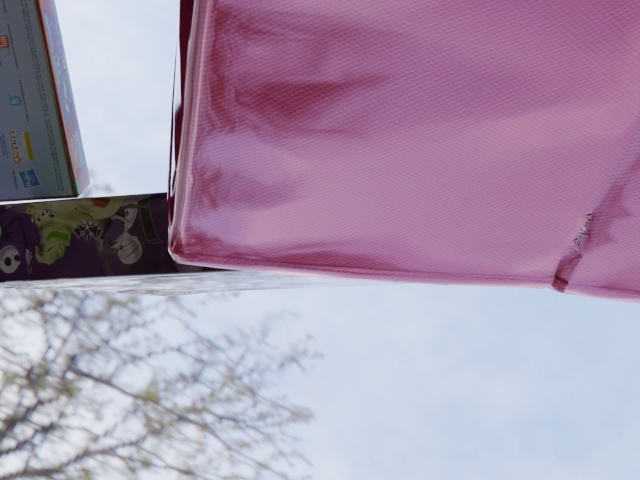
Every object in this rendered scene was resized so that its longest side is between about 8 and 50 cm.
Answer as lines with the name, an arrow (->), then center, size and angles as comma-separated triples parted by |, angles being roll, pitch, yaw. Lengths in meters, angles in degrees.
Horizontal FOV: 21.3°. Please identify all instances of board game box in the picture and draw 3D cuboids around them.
board game box -> 0.000, 0.000, 0.883 | 0.346, 0.208, 0.056 | -4, -90, 32
board game box -> -0.220, -0.153, 0.920 | 0.145, 0.027, 0.281 | -3, -69, 12

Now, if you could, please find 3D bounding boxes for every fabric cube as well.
fabric cube -> 0.093, -0.149, 0.484 | 0.259, 0.258, 0.254 | 5, -117, -5
